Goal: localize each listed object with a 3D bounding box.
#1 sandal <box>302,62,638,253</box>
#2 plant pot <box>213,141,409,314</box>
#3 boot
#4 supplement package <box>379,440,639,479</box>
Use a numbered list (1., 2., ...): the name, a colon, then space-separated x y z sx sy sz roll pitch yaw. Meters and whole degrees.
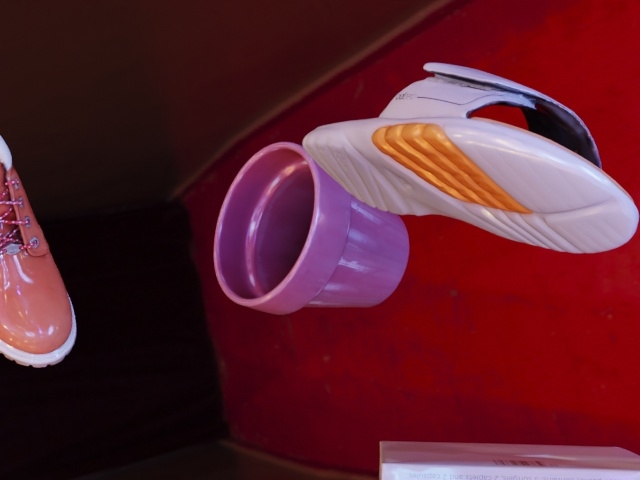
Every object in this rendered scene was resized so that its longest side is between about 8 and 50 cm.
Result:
1. sandal: 0.076 -0.061 0.547 0.102 0.076 0.265 40 168 -29
2. plant pot: 0.000 0.000 1.153 0.201 0.180 0.201 -24 58 46
3. boot: -0.189 -0.003 0.554 0.158 0.059 0.084 58 149 11
4. supplement package: 0.187 0.279 0.926 0.204 0.261 0.145 58 -148 -83
